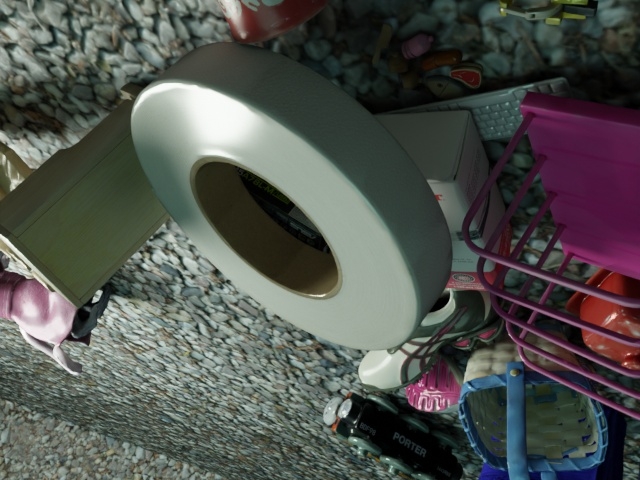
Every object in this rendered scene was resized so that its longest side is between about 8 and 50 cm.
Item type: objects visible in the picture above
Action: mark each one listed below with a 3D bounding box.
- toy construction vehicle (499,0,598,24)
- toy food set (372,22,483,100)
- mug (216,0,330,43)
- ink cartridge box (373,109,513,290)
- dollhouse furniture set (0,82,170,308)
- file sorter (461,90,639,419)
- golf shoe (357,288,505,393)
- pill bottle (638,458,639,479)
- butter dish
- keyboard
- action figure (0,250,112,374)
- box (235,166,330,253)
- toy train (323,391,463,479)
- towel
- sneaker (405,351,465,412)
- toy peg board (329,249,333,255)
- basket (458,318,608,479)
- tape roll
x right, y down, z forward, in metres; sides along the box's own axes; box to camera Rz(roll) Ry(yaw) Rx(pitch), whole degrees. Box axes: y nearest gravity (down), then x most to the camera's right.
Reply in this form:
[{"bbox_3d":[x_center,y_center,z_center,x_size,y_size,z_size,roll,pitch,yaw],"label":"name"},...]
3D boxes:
[{"bbox_3d":[0.200,-0.221,0.565,0.098,0.035,0.086,11,147,18],"label":"toy construction vehicle"},{"bbox_3d":[0.114,-0.177,0.700,0.122,0.019,0.078,21,149,2],"label":"toy food set"},{"bbox_3d":[-0.055,-0.285,0.589,0.113,0.150,0.169,42,168,52],"label":"mug"},{"bbox_3d":[0.116,-0.040,0.810,0.172,0.100,0.237,2,150,29],"label":"ink cartridge box"},{"bbox_3d":[-0.403,-0.117,0.992,0.394,0.256,0.362,27,155,36],"label":"dollhouse furniture set"},{"bbox_3d":[0.285,0.031,0.676,0.202,0.182,0.291,22,162,38],"label":"file sorter"},{"bbox_3d":[0.146,0.137,1.041,0.273,0.105,0.120,-37,118,28],"label":"golf shoe"},{"bbox_3d":[0.598,0.445,1.110,0.153,0.265,0.153,16,149,10],"label":"pill bottle"},{"bbox_3d":[0.408,0.117,0.870,0.160,0.118,0.160,21,149,4],"label":"butter dish"},{"bbox_3d":[0.149,-0.129,0.743,0.256,0.014,0.072,-5,152,37],"label":"keyboard"},{"bbox_3d":[-0.639,0.125,1.409,0.370,0.276,0.248,12,156,-10],"label":"action figure"},{"bbox_3d":[-0.075,-0.019,0.938,0.190,0.045,0.184,32,153,13],"label":"box"},{"bbox_3d":[0.159,0.451,1.526,0.334,0.142,0.190,33,157,-17],"label":"toy train"},{"bbox_3d":[0.379,0.379,1.123,0.227,0.308,0.076,6,125,24],"label":"towel"},{"bbox_3d":[0.199,0.233,1.168,0.111,0.103,0.252,16,180,-15],"label":"sneaker"},{"bbox_3d":[0.000,0.000,1.005,0.160,0.079,0.161,30,150,17],"label":"toy peg board"},{"bbox_3d":[0.308,0.272,0.986,0.201,0.289,0.255,-7,133,24],"label":"basket"},{"bbox_3d":[-0.042,-0.032,0.748,0.392,0.072,0.392,30,151,18],"label":"tape roll"}]
